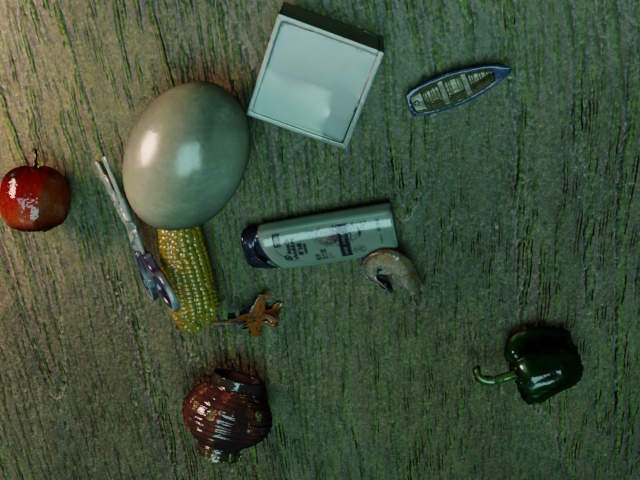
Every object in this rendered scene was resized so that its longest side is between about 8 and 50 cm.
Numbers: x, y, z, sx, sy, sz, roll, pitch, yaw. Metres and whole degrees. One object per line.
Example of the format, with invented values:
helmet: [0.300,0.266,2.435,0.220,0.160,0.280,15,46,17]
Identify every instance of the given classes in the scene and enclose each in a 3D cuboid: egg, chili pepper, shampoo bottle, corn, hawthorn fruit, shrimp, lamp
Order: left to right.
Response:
hawthorn fruit: [-0.653,-0.113,1.901,0.156,0.157,0.194,3,102,2]
egg: [-0.285,-0.175,1.770,0.258,0.259,0.352,29,127,-13]
corn: [-0.316,0.079,1.995,0.130,0.130,0.347,-2,118,5]
lamp: [-0.241,0.454,2.148,0.246,0.247,0.247,1,120,3]
shampoo bottle: [0.000,0.000,1.959,0.359,0.078,0.134,-10,129,8]
shrimp: [0.178,0.093,1.996,0.126,0.048,0.223,-12,136,24]
chili pepper: [0.513,0.317,2.065,0.260,0.174,0.165,-23,141,14]

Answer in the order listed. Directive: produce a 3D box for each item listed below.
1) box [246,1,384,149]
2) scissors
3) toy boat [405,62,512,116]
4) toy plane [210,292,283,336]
box: [-0.011,-0.346,1.740,0.224,0.117,0.225,19,119,-6]
scissors: [-0.432,-0.016,1.929,0.029,0.256,0.384,-26,107,-21]
toy boat: [0.293,-0.330,1.771,0.228,0.046,0.080,-21,116,14]
toy plane: [-0.184,0.189,2.072,0.188,0.062,0.135,0,122,-19]
